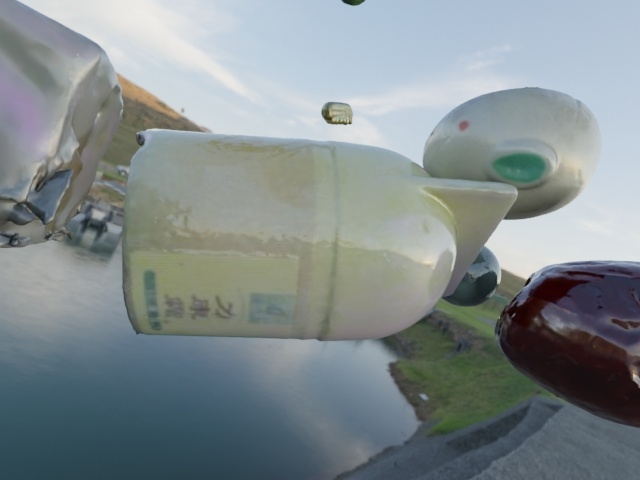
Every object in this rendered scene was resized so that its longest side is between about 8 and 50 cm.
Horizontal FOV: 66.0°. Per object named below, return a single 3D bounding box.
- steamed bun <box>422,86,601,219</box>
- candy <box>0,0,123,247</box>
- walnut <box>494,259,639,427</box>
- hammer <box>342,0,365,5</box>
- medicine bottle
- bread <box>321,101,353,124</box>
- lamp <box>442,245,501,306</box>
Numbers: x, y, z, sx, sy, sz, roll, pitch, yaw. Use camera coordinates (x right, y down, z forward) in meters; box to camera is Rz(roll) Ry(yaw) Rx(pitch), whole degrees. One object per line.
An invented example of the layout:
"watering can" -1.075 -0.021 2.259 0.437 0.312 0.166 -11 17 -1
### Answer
"steamed bun" 0.241 -0.094 0.613 0.227 0.131 0.177 -1 -30 -25
"candy" -0.232 -0.086 0.310 0.195 0.137 0.184 27 -7 -16
"walnut" 0.381 0.136 0.664 0.268 0.222 0.244 17 -34 25
"hammer" -0.022 -0.488 0.750 0.206 0.119 0.335 -18 -38 30
"medicine bottle" 0.000 0.000 0.588 0.405 0.236 0.236 3 2 -7
"bread" 0.034 -0.266 1.038 0.033 0.049 0.087 -10 4 44
"lamp" 0.218 0.049 0.750 0.105 0.105 0.105 21 0 0
